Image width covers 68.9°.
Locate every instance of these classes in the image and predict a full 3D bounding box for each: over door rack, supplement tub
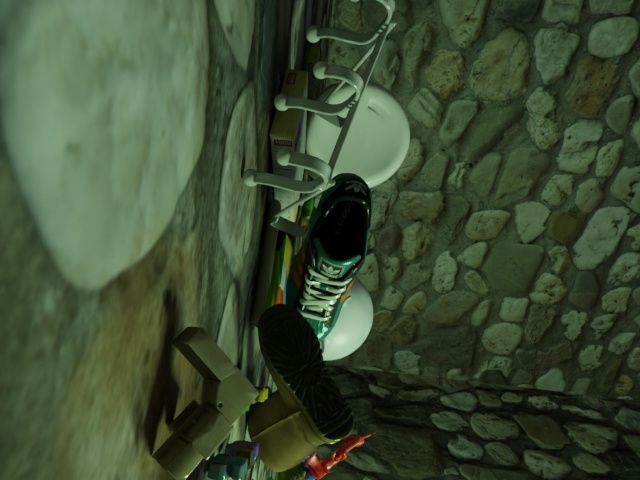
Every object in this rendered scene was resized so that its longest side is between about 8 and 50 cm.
[{"bbox_3d":[-0.016,-0.153,0.644,0.324,0.108,0.240,130,-18,-77],"label":"over door rack"},{"bbox_3d":[0.062,-0.246,1.144,0.325,0.235,0.236,-136,-129,-78],"label":"supplement tub"}]

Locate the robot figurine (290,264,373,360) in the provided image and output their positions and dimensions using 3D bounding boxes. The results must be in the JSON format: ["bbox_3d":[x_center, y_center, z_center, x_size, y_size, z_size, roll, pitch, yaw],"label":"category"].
[{"bbox_3d":[0.002,0.149,1.066,0.353,0.199,0.300,-155,-102,-80],"label":"robot figurine"}]

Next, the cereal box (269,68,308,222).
[{"bbox_3d":[-0.057,-0.172,0.885,0.240,0.047,0.173,94,3,-56],"label":"cereal box"}]

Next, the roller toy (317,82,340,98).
[{"bbox_3d":[0.062,-0.408,1.561,0.191,0.209,0.146,-49,-170,-24],"label":"roller toy"}]

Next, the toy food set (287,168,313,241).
[{"bbox_3d":[-0.047,-0.058,1.053,0.192,0.038,0.132,116,-17,-45],"label":"toy food set"}]

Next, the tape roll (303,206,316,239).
[{"bbox_3d":[0.000,0.000,1.450,0.219,0.072,0.219,62,3,-6],"label":"tape roll"}]

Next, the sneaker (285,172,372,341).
[{"bbox_3d":[0.006,0.043,0.741,0.121,0.108,0.302,-82,-173,-75],"label":"sneaker"}]

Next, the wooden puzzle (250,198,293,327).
[{"bbox_3d":[-0.085,0.064,0.892,0.239,0.044,0.221,94,2,-72],"label":"wooden puzzle"}]

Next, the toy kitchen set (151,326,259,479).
[{"bbox_3d":[-0.112,0.124,0.367,0.083,0.075,0.068,-45,-161,-31],"label":"toy kitchen set"}]

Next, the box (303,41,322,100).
[{"bbox_3d":[-0.024,-0.450,1.265,0.105,0.043,0.179,-78,177,-77],"label":"box"}]

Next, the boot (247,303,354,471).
[{"bbox_3d":[-0.074,0.264,0.794,0.236,0.089,0.269,63,-36,19],"label":"boot"}]

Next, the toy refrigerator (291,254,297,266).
[{"bbox_3d":[-0.063,0.159,1.369,0.269,0.094,0.102,-81,178,-59],"label":"toy refrigerator"}]

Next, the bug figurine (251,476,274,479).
[{"bbox_3d":[-0.100,0.620,0.950,0.279,0.072,0.216,157,-66,-73],"label":"bug figurine"}]

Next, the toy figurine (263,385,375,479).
[{"bbox_3d":[-0.054,0.418,1.046,0.217,0.191,0.363,53,-26,19],"label":"toy figurine"}]

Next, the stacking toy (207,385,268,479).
[{"bbox_3d":[-0.114,0.281,0.605,0.221,0.052,0.167,84,10,-77],"label":"stacking toy"}]
